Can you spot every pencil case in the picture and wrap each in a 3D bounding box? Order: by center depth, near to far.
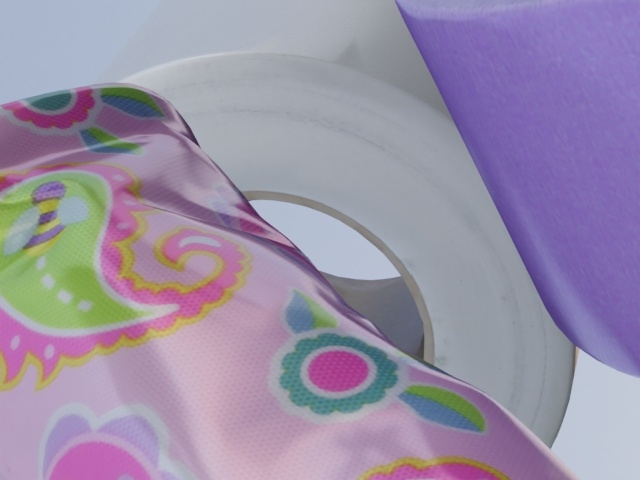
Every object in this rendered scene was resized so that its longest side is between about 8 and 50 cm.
[{"bbox_3d":[-0.010,0.069,0.425,0.124,0.284,0.124,-23,-47,-28],"label":"pencil case"}]

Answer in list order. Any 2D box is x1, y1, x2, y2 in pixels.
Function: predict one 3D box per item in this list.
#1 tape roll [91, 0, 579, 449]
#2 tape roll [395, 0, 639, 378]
[{"bbox_3d":[0.000,0.000,0.836,0.169,0.246,0.246,-64,-45,-59],"label":"tape roll"},{"bbox_3d":[0.156,-0.078,0.413,0.275,0.275,0.090,-46,-67,-47],"label":"tape roll"}]
